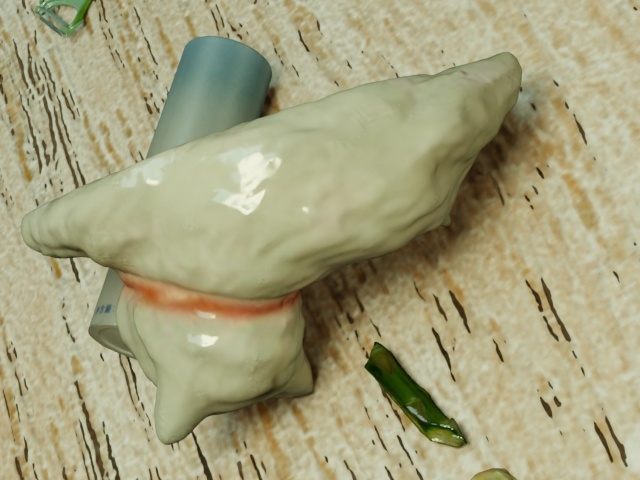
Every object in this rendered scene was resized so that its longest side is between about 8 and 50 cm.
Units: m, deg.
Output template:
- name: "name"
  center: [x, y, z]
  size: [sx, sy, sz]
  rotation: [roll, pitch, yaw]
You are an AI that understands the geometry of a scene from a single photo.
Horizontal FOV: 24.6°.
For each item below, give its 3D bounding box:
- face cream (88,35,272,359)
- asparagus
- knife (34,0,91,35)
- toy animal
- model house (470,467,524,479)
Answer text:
- name: "face cream"
  center: [-0.104, -0.033, 1.127]
  size: [0.077, 0.077, 0.250]
  rotation: [-2, 62, 38]
- name: "asparagus"
  center: [0.059, 0.101, 0.943]
  size: [0.021, 0.025, 0.108]
  rotation: [-40, 44, -4]
- name: "knife"
  center: [-0.209, -0.270, 1.410]
  size: [0.166, 0.022, 0.078]
  rotation: [-52, 50, 0]
- name: "toy animal"
  center: [0.000, 0.000, 0.975]
  size: [0.266, 0.308, 0.188]
  rotation: [-37, 70, 55]
- name: "model house"
  center: [0.084, 0.247, 0.731]
  size: [0.254, 0.160, 0.196]
  rotation: [-44, 44, 3]
